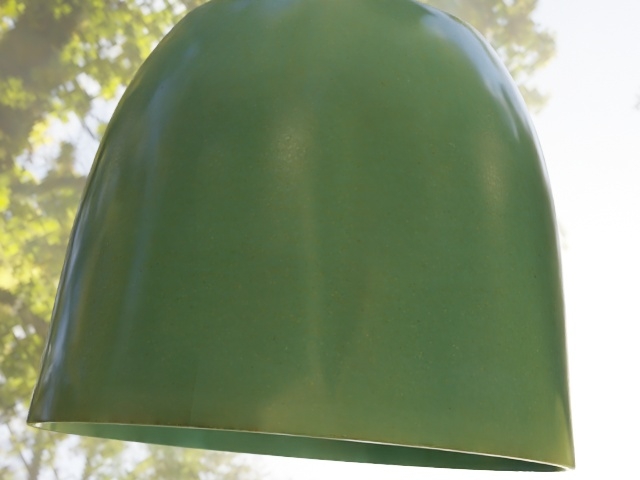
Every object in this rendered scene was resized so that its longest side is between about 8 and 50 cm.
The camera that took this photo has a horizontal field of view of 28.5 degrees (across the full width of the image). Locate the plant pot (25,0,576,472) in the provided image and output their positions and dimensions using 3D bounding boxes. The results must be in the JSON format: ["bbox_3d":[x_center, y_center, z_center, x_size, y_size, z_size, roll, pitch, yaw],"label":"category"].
[{"bbox_3d":[0.000,0.000,0.703,0.293,0.235,0.293,5,-12,1],"label":"plant pot"}]
